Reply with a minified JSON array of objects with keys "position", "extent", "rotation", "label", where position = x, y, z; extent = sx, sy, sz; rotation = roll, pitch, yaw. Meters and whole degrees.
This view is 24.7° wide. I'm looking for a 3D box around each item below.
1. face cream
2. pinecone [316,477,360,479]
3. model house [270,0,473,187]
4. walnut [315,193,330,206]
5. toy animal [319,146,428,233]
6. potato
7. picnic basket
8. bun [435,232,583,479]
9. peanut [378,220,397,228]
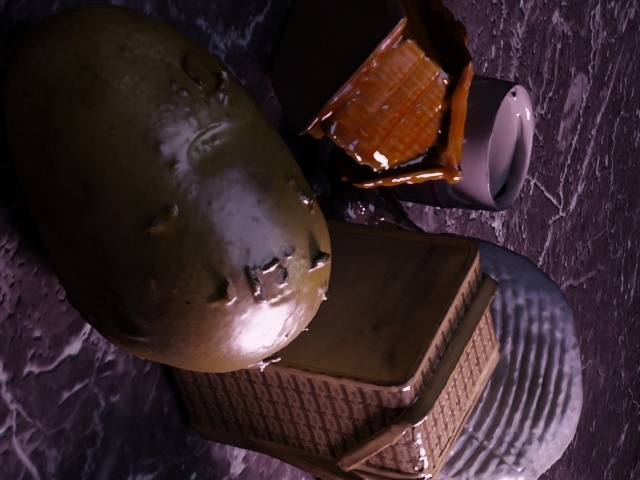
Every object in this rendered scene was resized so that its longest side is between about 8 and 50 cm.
[{"position":[0.154,-0.130,1.867],"extent":[0.175,0.195,0.175],"rotation":[-37,132,-55],"label":"face cream"},{"position":[0.055,0.295,1.896],"extent":[0.121,0.140,0.140],"rotation":[-33,136,-13],"label":"pinecone"},{"position":[0.075,-0.187,1.690],"extent":[0.219,0.199,0.229],"rotation":[-39,131,12],"label":"model house"},{"position":[0.000,0.000,1.762],"extent":[0.121,0.052,0.091],"rotation":[62,32,-33],"label":"walnut"},{"position":[0.057,-0.055,1.730],"extent":[0.148,0.084,0.233],"rotation":[15,60,-27],"label":"toy animal"},{"position":[-0.132,-0.037,1.267],"extent":[0.219,0.269,0.359],"rotation":[-52,137,-31],"label":"potato"},{"position":[0.019,0.117,1.557],"extent":[0.228,0.313,0.175],"rotation":[-57,143,-38],"label":"picnic basket"},{"position":[0.150,0.162,1.802],"extent":[0.354,0.354,0.194],"rotation":[-69,-168,-22],"label":"bun"},{"position":[0.103,0.061,1.938],"extent":[0.226,0.095,0.108],"rotation":[70,32,-42],"label":"peanut"}]
